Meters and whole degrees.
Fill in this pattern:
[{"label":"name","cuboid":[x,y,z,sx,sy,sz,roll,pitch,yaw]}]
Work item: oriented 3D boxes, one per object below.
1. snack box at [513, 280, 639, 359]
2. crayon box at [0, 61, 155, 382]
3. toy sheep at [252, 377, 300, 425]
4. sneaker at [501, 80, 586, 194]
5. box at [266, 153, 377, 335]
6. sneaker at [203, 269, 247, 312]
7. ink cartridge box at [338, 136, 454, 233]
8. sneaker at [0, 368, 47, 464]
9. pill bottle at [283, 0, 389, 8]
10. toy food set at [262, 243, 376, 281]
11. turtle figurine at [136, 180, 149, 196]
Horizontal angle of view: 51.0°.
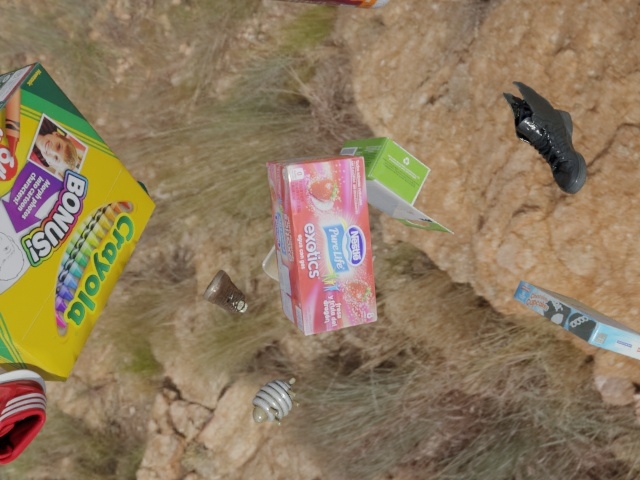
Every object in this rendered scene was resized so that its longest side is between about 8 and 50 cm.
[{"label":"snack box","cuboid":[0.658,0.197,1.704,0.060,0.187,0.322,-69,21,8]},{"label":"crayon box","cuboid":[-0.433,-0.024,1.004,0.106,0.313,0.363,-7,47,28]},{"label":"toy sheep","cuboid":[-0.097,0.347,1.460,0.091,0.132,0.091,29,139,30]},{"label":"sneaker","cuboid":[0.307,-0.143,0.931,0.051,0.089,0.170,127,150,-52]},{"label":"box","cuboid":[0.000,0.000,1.216,0.154,0.142,0.300,-157,59,-69]},{"label":"sneaker","cuboid":[-0.178,0.106,1.321,0.071,0.188,0.066,30,83,4]},{"label":"ink cartridge box","cuboid":[0.172,-0.120,1.497,0.188,0.255,0.097,11,73,62]},{"label":"sneaker","cuboid":[-0.460,0.239,0.849,0.128,0.221,0.087,29,136,59]},{"label":"pill bottle","cuboid":[-0.078,-0.480,1.014,0.224,0.391,0.224,179,90,-74]},{"label":"toy food set","cuboid":[-0.004,0.068,2.160,0.306,0.220,0.092,27,150,7]},{"label":"turtle figurine","cuboid":[-0.515,-0.076,1.644,0.118,0.175,0.234,58,142,-1]}]
